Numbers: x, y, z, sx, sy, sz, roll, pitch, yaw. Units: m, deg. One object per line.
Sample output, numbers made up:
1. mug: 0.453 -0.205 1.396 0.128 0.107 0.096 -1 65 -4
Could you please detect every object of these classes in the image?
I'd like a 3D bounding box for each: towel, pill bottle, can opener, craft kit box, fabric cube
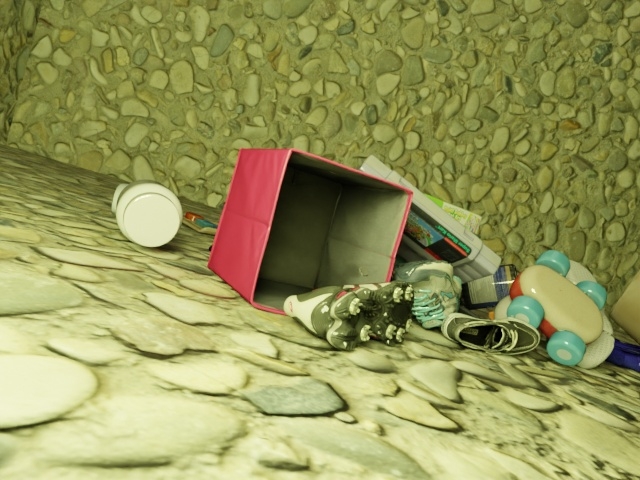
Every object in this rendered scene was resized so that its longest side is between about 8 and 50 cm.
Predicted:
1. towel: 0.915 0.332 1.462 0.308 0.076 0.227 18 4 13
2. pill bottle: 0.485 0.145 1.481 0.219 0.123 0.123 -11 -8 22
3. can opener: 0.341 0.183 1.192 0.073 0.059 0.186 15 3 -31
4. craft kit box: 0.260 -0.091 1.318 0.249 0.061 0.246 14 2 -38
5. pill bottle: -0.360 -0.057 1.029 0.131 0.131 0.229 15 4 -24
6. fabric cube: -0.031 -0.014 0.909 0.254 0.259 0.258 14 2 -30

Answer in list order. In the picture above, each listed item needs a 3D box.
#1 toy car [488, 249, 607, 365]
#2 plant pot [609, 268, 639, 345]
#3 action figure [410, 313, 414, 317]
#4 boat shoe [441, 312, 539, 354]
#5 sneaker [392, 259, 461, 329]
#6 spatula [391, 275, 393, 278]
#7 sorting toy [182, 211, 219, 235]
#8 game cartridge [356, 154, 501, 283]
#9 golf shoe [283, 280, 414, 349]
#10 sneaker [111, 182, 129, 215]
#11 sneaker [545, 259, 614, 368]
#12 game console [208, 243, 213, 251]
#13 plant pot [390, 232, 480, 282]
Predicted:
1. toy car: 0.507 0.186 1.162 0.210 0.219 0.238 42 -36 8
2. plant pot: 0.883 0.183 1.173 0.280 0.323 0.323 35 13 31
3. action figure: 0.192 0.139 1.138 0.232 0.064 0.137 9 5 -37
4. boat shoe: 0.354 0.196 0.982 0.219 0.078 0.070 8 5 -15
5. sneaker: 0.231 0.117 1.003 0.110 0.122 0.283 -8 -20 31
6. spatula: 0.128 0.047 1.091 0.168 0.019 0.242 54 10 3
7. sorting toy: -0.336 -0.044 1.683 0.229 0.041 0.307 20 5 42
8. game cartridge: 0.199 -0.025 1.091 0.355 0.068 0.230 38 -16 -3
9. golf shoe: 0.063 0.105 0.777 0.120 0.105 0.272 10 -1 36
10. sneaker: -0.511 -0.105 1.375 0.091 0.094 0.258 12 3 -7
11. sneaker: 0.646 0.229 1.317 0.137 0.210 0.366 30 40 -2
12. game console: -0.198 0.046 1.178 0.122 0.071 0.107 16 -26 -31
13. plant pot: 0.266 0.058 1.364 0.292 0.235 0.293 16 4 -1
